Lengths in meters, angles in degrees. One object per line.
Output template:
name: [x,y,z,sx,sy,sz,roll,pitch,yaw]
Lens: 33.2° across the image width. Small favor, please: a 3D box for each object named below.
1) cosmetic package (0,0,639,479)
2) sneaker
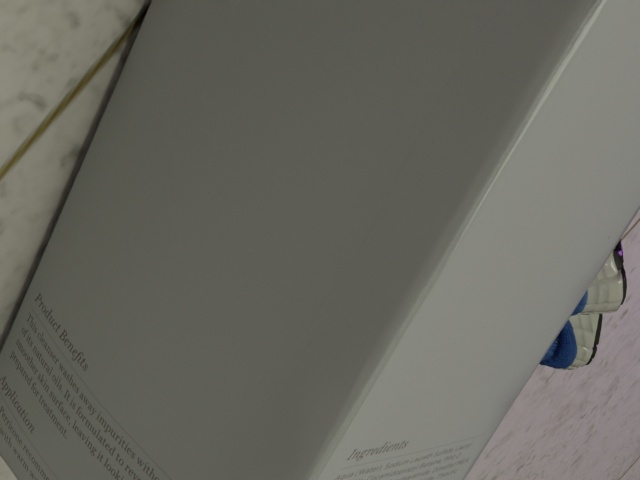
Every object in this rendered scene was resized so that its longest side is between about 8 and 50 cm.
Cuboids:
cosmetic package: [0.000,0.000,0.525,0.156,0.217,0.385,3,124,-51]
sneaker: [0.135,0.023,0.806,0.147,0.130,0.330,-3,162,8]
